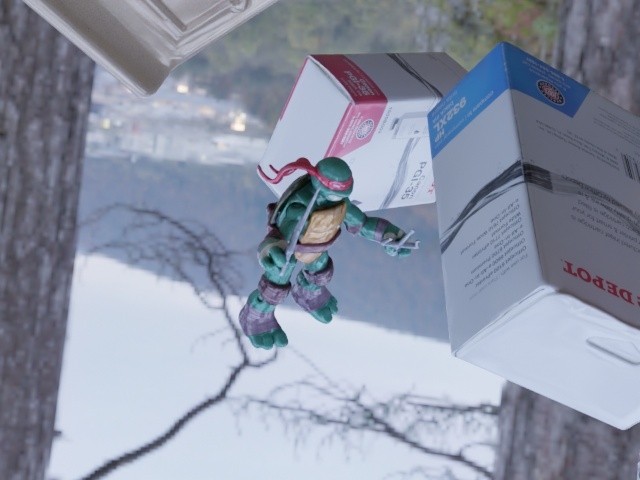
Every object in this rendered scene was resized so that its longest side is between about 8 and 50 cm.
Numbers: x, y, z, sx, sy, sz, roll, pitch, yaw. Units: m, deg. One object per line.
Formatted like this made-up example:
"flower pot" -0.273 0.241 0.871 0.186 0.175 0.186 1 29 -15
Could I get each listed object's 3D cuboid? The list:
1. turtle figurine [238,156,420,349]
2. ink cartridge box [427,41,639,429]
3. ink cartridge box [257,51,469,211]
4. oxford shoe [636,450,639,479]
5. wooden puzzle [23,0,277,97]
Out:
"turtle figurine" 0.000 0.000 1.167 0.175 0.118 0.234 -8 143 -28
"ink cartridge box" 0.232 -0.006 1.168 0.223 0.307 0.129 25 133 -27
"ink cartridge box" 0.079 -0.153 1.747 0.283 0.207 0.117 -9 -135 -41
"oxford shoe" 0.271 0.051 0.765 0.130 0.363 0.132 5 144 19
"wooden puzzle" -0.077 -0.287 0.896 0.348 0.080 0.322 -35 152 8
